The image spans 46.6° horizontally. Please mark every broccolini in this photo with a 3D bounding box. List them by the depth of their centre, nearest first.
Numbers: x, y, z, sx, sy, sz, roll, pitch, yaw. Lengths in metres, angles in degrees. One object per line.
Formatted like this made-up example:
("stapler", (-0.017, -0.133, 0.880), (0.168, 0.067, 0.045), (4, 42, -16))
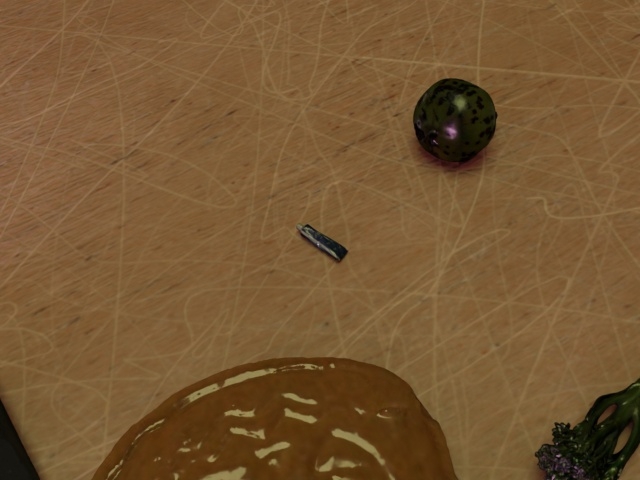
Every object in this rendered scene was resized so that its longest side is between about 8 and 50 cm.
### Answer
("broccolini", (0.312, 0.214, 0.813), (0.203, 0.068, 0.091), (-28, 67, -33))

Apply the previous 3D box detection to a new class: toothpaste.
("toothpaste", (0.000, 0.000, 1.016), (0.083, 0.019, 0.027), (33, 46, 22))

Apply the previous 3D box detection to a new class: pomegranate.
("pomegranate", (0.205, -0.176, 1.078), (0.122, 0.122, 0.162), (38, 36, 28))

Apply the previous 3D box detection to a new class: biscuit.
("biscuit", (-0.035, 0.282, 0.757), (0.385, 0.062, 0.365), (-20, 54, -16))

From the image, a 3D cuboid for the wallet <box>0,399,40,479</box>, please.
("wallet", (-0.416, 0.272, 0.839), (0.169, 0.052, 0.245), (-31, 61, -17))
